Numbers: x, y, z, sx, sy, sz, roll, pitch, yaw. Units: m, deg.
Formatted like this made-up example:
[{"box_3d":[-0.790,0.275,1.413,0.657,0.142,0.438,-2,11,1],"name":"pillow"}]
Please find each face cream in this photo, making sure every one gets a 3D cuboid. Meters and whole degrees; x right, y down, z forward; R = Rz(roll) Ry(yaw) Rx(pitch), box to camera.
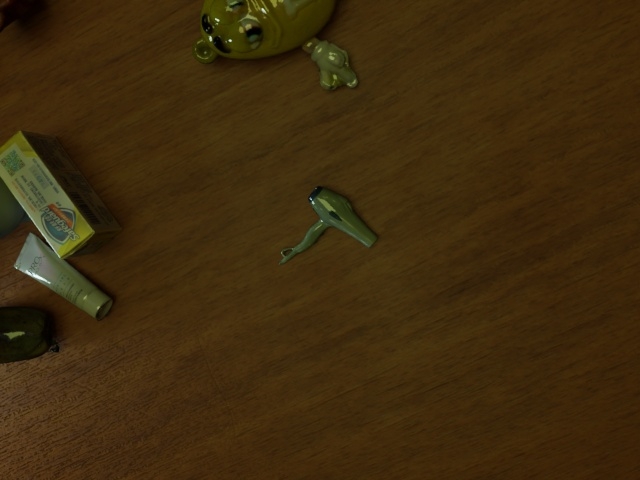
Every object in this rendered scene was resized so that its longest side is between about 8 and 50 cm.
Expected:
[{"box_3d":[-0.562,0.084,1.766,0.244,0.058,0.092,33,102,10],"name":"face cream"}]

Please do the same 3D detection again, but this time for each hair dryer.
[{"box_3d":[0.021,0.002,1.684,0.167,0.067,0.199,27,108,0],"name":"hair dryer"}]

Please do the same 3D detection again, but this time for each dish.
[{"box_3d":[-0.725,-0.042,1.692,0.236,0.228,0.086,4,57,-25],"name":"dish"}]

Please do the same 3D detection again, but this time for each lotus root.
[{"box_3d":[-0.699,0.206,1.758,0.241,0.123,0.124,-5,85,6],"name":"lotus root"}]

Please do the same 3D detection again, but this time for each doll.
[{"box_3d":[-0.033,-0.497,1.603,0.348,0.161,0.423,22,102,-8],"name":"doll"}]

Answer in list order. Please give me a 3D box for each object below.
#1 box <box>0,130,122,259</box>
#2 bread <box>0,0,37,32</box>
[{"box_3d":[-0.552,-0.095,1.694,0.097,0.168,0.265,-36,90,7],"name":"box"},{"box_3d":[-0.707,-0.595,1.605,0.114,0.327,0.295,-26,50,7],"name":"bread"}]
